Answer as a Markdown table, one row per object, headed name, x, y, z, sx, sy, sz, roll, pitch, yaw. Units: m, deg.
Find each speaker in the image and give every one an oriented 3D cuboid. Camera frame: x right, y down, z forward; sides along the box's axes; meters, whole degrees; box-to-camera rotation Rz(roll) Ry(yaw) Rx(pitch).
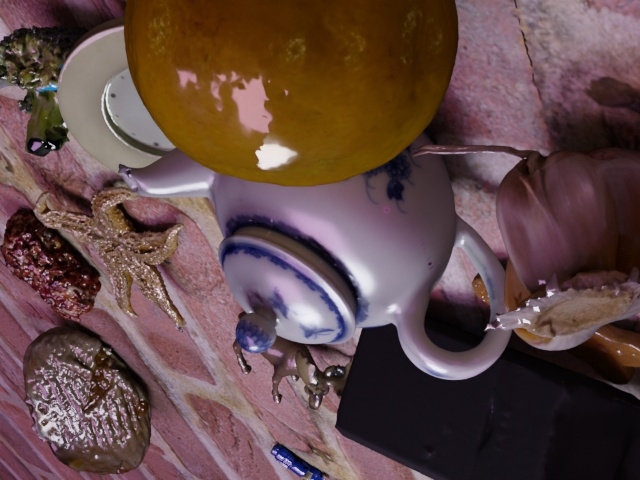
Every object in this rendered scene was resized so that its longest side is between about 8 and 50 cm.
| name | x | y | z | sx | sy | sz | roll | pitch | yaw |
| --- | --- | --- | --- | --- | --- | --- | --- | --- | --- |
| speaker | 0.217 | 0.213 | 1.375 | 0.184 | 0.180 | 0.388 | 15 | -178 | -43 |

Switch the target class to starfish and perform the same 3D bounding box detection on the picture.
| name | x | y | z | sx | sy | sz | roll | pitch | yaw |
| --- | --- | --- | --- | --- | --- | --- | --- | --- | --- |
| starfish | -0.290 | 0.019 | 1.748 | 0.299 | 0.060 | 0.302 | 10 | 138 | 30 |

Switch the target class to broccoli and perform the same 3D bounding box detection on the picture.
| name | x | y | z | sx | sy | sz | roll | pitch | yaw |
| --- | --- | --- | --- | --- | --- | --- | --- | --- | --- |
| broccoli | -0.306 | -0.176 | 1.352 | 0.167 | 0.160 | 0.154 | 16 | 173 | -26 |

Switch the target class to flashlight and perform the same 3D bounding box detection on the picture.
| name | x | y | z | sx | sy | sz | roll | pitch | yaw |
| --- | --- | --- | --- | --- | --- | --- | --- | --- | --- |
| flashlight | -0.042 | 0.424 | 2.134 | 0.121 | 0.035 | 0.057 | 35 | 153 | -1 |

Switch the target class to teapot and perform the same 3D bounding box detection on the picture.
| name | x | y | z | sx | sy | sz | roll | pitch | yaw |
| --- | --- | --- | --- | --- | --- | --- | --- | --- | --- |
| teapot | 0.000 | 0.000 | 1.156 | 0.424 | 0.280 | 0.252 | 30 | 154 | 7 |

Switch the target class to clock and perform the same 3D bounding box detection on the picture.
| name | x | y | z | sx | sy | sz | roll | pitch | yaw |
| --- | --- | --- | --- | --- | --- | --- | --- | --- | --- |
| clock | -0.174 | -0.151 | 1.277 | 0.235 | 0.029 | 0.235 | 4 | 135 | 4 |

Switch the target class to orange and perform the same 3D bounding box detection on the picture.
| name | x | y | z | sx | sy | sz | roll | pitch | yaw |
| --- | --- | --- | --- | --- | --- | --- | --- | --- | --- |
| orange | -0.023 | -0.173 | 0.940 | 0.279 | 0.279 | 0.235 | 19 | 119 | 29 |

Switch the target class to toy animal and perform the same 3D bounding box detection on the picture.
| name | x | y | z | sx | sy | sz | roll | pitch | yaw |
| --- | --- | --- | --- | --- | --- | --- | --- | --- | --- |
| toy animal | -0.041 | 0.178 | 1.688 | 0.214 | 0.094 | 0.186 | 41 | 145 | 7 |

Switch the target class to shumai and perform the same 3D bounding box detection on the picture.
| name | x | y | z | sx | sy | sz | roll | pitch | yaw |
| --- | --- | --- | --- | --- | --- | --- | --- | --- | --- |
| shumai | -0.475 | 0.306 | 2.357 | 0.346 | 0.217 | 0.283 | 57 | 179 | -17 |

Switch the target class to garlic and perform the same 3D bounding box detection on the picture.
| name | x | y | z | sx | sy | sz | roll | pitch | yaw |
| --- | --- | --- | --- | --- | --- | --- | --- | --- | --- |
| garlic | 0.187 | 0.000 | 1.006 | 0.257 | 0.207 | 0.207 | 24 | 152 | 2 |

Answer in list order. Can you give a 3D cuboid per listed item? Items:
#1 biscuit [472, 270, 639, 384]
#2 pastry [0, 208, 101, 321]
| name | x | y | z | sx | sy | sz | roll | pitch | yaw |
| --- | --- | --- | --- | --- | --- | --- | --- | --- | --- |
| biscuit | 0.263 | 0.085 | 1.263 | 0.205 | 0.031 | 0.138 | 27 | 158 | 11 |
| pastry | -0.459 | 0.045 | 1.947 | 0.115 | 0.097 | 0.208 | -16 | 123 | 44 |
